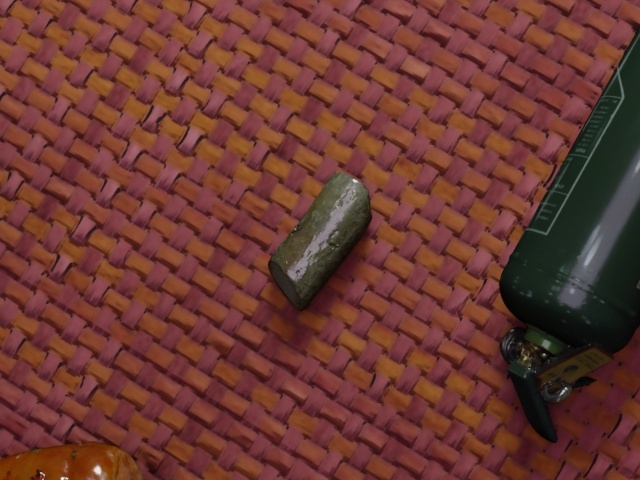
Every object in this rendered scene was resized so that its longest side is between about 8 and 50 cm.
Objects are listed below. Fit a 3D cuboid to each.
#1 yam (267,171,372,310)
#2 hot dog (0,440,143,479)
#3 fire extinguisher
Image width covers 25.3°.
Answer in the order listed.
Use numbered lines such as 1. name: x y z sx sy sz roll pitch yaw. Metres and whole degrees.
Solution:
1. yam: 0.000 0.000 0.971 0.043 0.043 0.094 38 87 8
2. hot dog: -0.208 0.226 0.917 0.257 0.150 0.153 -36 91 1
3. fire extinguisher: 0.200 -0.020 0.932 0.095 0.114 0.311 26 84 46
